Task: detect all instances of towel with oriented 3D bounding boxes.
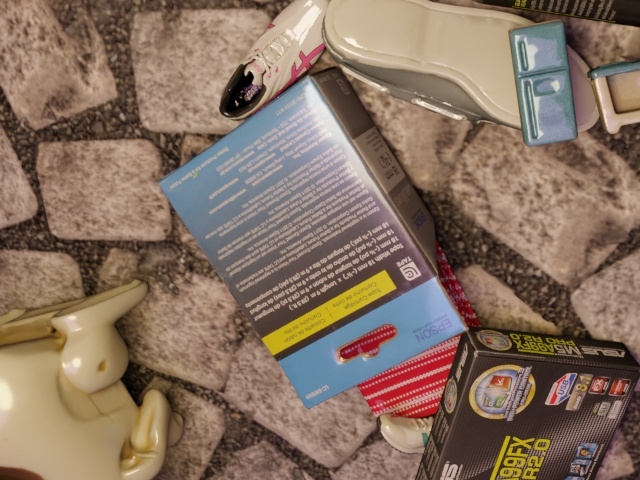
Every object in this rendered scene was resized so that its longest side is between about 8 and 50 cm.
[{"bbox_3d":[0.104,0.115,1.121,0.199,0.031,0.275,-23,105,24],"label":"towel"}]

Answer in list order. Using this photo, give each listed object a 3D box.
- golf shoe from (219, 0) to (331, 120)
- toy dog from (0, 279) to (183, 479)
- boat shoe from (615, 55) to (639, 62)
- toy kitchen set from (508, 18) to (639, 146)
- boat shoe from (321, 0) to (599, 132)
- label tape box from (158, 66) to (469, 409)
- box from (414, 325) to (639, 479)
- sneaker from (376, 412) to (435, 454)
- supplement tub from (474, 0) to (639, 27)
[{"bbox_3d":[-0.050,-0.208,0.990,0.067,0.086,0.186,40,116,-2],"label":"golf shoe"},{"bbox_3d":[-0.329,0.301,1.131,0.284,0.395,0.408,-16,99,12],"label":"toy dog"},{"bbox_3d":[0.390,-0.135,0.919,0.184,0.066,0.063,25,117,-7],"label":"boat shoe"},{"bbox_3d":[0.291,-0.158,0.797,0.207,0.166,0.122,-9,101,11],"label":"toy kitchen set"},{"bbox_3d":[0.154,-0.193,0.950,0.319,0.099,0.116,17,81,-5],"label":"boat shoe"},{"bbox_3d":[0.000,0.000,1.027,0.241,0.106,0.333,-30,95,24],"label":"label tape box"},{"bbox_3d":[0.254,0.243,1.080,0.216,0.060,0.270,7,116,-11],"label":"box"},{"bbox_3d":[0.151,0.251,1.139,0.161,0.057,0.075,27,112,-23],"label":"sneaker"},{"bbox_3d":[0.257,-0.311,0.792,0.338,0.207,0.207,12,116,10],"label":"supplement tub"}]
